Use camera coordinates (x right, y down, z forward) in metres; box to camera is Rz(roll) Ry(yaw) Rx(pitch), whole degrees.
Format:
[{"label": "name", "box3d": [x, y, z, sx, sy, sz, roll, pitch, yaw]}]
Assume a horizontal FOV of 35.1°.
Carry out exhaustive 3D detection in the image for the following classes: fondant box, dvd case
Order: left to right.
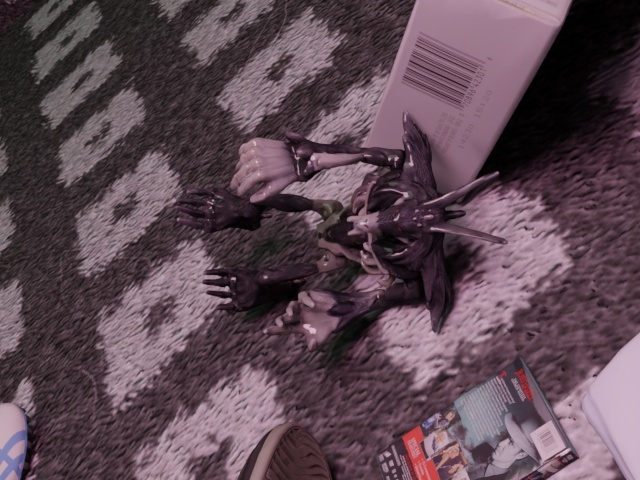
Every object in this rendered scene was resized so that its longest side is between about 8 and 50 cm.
[{"label": "dvd case", "box3d": [0.094, 0.136, 0.637, 0.119, 0.013, 0.087, -38, 33, 12]}, {"label": "fondant box", "box3d": [0.154, -0.227, 0.787, 0.330, 0.096, 0.238, -62, -4, -27]}]

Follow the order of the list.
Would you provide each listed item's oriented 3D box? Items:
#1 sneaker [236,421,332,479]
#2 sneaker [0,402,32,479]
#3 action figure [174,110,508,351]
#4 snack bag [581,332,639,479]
[{"label": "sneaker", "box3d": [-0.067, 0.223, 0.652, 0.118, 0.083, 0.222, -20, 41, 35]}, {"label": "sneaker", "box3d": [-0.347, 0.249, 0.937, 0.085, 0.086, 0.237, -11, 44, 44]}, {"label": "action figure", "box3d": [0.000, 0.000, 0.765, 0.141, 0.164, 0.275, -13, 2, -42]}, {"label": "snack bag", "box3d": [0.226, 0.046, 0.314, 0.342, 0.037, 0.323, -58, 29, 30]}]
